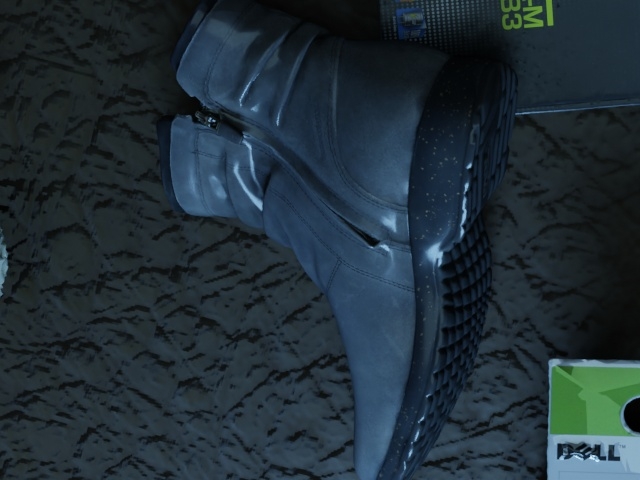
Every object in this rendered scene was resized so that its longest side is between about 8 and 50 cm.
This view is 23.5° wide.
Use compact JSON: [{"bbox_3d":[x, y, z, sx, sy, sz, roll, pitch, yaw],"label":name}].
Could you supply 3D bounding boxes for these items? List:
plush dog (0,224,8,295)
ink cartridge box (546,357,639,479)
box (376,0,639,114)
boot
[{"bbox_3d":[-0.350,-0.057,1.038,0.262,0.210,0.225,5,92,-24],"label":"plush dog"},{"bbox_3d":[0.245,0.192,1.067,0.188,0.097,0.255,1,104,6],"label":"ink cartridge box"},{"bbox_3d":[0.128,-0.177,1.002,0.184,0.045,0.191,-3,106,10],"label":"box"},{"bbox_3d":[0.000,0.000,1.040,0.222,0.118,0.338,17,118,18],"label":"boot"}]
